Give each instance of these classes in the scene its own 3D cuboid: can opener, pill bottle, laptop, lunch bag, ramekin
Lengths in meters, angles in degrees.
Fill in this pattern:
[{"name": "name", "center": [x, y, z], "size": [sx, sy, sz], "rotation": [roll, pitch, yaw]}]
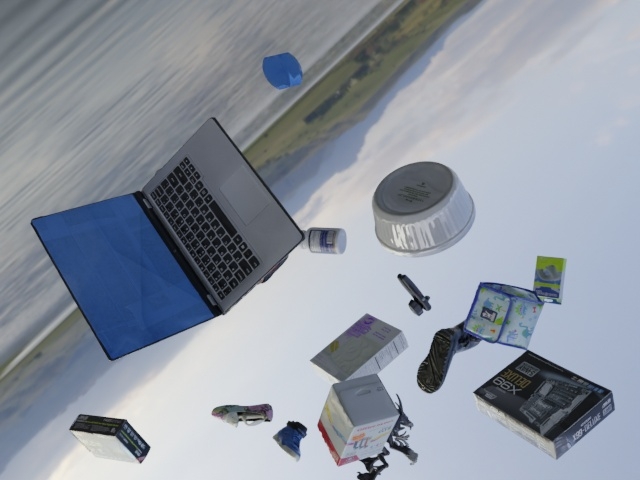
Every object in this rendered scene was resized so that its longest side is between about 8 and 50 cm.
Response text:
[{"name": "can opener", "center": [0.325, 0.183, 2.277], "size": [0.059, 0.186, 0.073], "rotation": [5, -134, 50]}, {"name": "pill bottle", "center": [0.000, 0.000, 2.329], "size": [0.170, 0.094, 0.094], "rotation": [3, -147, 23]}, {"name": "laptop", "center": [-0.325, -0.024, 1.403], "size": [0.408, 0.382, 0.236], "rotation": [-43, 159, 14]}, {"name": "lunch bag", "center": [0.420, 0.170, 1.526], "size": [0.096, 0.151, 0.128], "rotation": [-84, -171, -74]}, {"name": "ramekin", "center": [0.260, -0.093, 1.726], "size": [0.273, 0.127, 0.272], "rotation": [-15, -140, 13]}]

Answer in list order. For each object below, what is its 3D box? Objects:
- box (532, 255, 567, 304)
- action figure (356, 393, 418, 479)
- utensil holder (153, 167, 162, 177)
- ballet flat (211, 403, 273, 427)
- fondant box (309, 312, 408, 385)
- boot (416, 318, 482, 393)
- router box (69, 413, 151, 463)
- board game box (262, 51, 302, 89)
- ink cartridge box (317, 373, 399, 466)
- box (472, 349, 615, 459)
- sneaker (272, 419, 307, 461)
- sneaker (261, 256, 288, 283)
[{"name": "box", "center": [0.874, 0.151, 2.521], "size": [0.109, 0.042, 0.178], "rotation": [6, -93, 40]}, {"name": "action figure", "center": [0.207, 0.582, 1.912], "size": [0.164, 0.141, 0.275], "rotation": [-83, -165, -70]}, {"name": "utensil holder", "center": [-0.478, -0.025, 2.312], "size": [0.327, 0.328, 0.385], "rotation": [-75, -175, -70]}, {"name": "ballet flat", "center": [-0.276, 0.627, 2.352], "size": [0.079, 0.222, 0.076], "rotation": [-106, -157, -47]}, {"name": "fondant box", "center": [0.155, 0.457, 2.667], "size": [0.330, 0.096, 0.238], "rotation": [-36, -150, -22]}, {"name": "boot", "center": [0.428, 0.371, 2.145], "size": [0.207, 0.094, 0.246], "rotation": [-10, 123, -44]}, {"name": "router box", "center": [-0.386, 0.364, 1.211], "size": [0.123, 0.092, 0.038], "rotation": [-4, -141, 29]}, {"name": "board game box", "center": [-0.148, -0.636, 2.499], "size": [0.169, 0.133, 0.033], "rotation": [-23, -179, -31]}, {"name": "ink cartridge box", "center": [0.088, 0.431, 1.591], "size": [0.128, 0.127, 0.176], "rotation": [-8, 135, -26]}, {"name": "box", "center": [0.634, 0.461, 1.897], "size": [0.243, 0.076, 0.307], "rotation": [-30, -153, -20]}, {"name": "sneaker", "center": [-0.068, 0.517, 1.725], "size": [0.085, 0.058, 0.152], "rotation": [-43, -167, -13]}, {"name": "sneaker", "center": [-0.242, 0.053, 1.922], "size": [0.321, 0.179, 0.124], "rotation": [-18, 171, -9]}]
